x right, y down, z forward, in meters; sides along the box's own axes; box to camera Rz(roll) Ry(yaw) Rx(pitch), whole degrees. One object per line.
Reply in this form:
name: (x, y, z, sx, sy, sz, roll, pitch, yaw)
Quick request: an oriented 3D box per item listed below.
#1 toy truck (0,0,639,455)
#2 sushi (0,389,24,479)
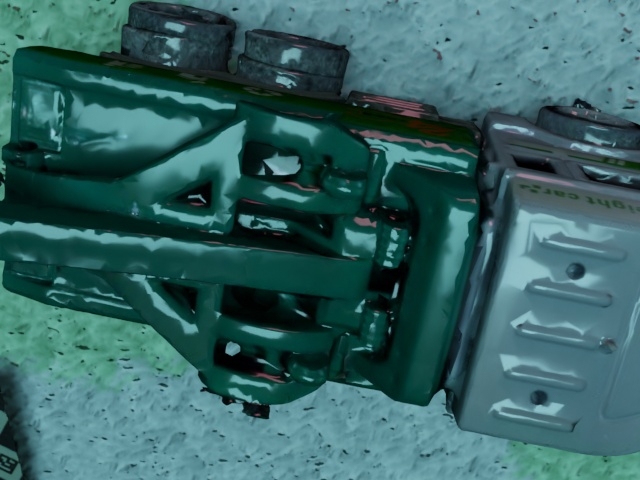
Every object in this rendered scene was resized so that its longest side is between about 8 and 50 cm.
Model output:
toy truck: (0.003, -0.002, 0.400, 0.363, 0.178, 0.176, 10, 110, -1)
sushi: (-0.259, 0.143, 0.556, 0.120, 0.026, 0.126, -1, 114, 3)
